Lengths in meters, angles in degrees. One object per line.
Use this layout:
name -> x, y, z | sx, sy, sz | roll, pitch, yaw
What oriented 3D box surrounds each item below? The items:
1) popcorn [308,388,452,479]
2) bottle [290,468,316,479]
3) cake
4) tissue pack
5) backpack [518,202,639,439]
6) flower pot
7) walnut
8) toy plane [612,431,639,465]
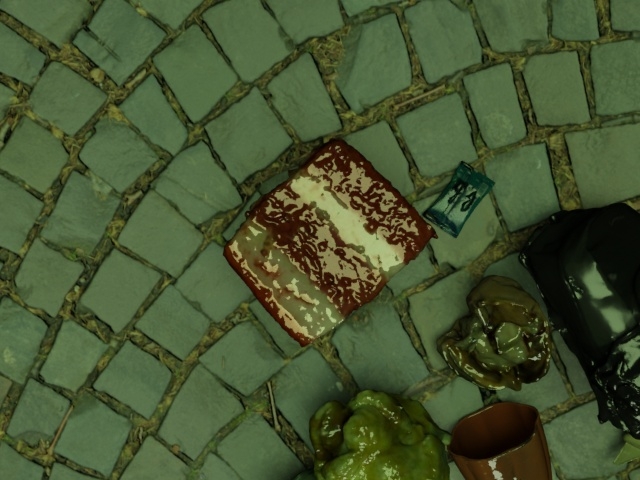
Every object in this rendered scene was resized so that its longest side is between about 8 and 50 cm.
popcorn -> 0.109, 0.401, 1.588 | 0.276, 0.276, 0.225 | 38, 98, -3
bottle -> 0.046, 0.603, 1.604 | 0.347, 0.168, 0.168 | 42, 90, 16
cake -> 0.000, 0.000, 1.570 | 0.319, 0.269, 0.270 | -44, 94, -1
tissue pack -> 0.275, -0.082, 1.700 | 0.085, 0.028, 0.138 | 35, 94, -4
backpack -> 0.571, 0.126, 1.594 | 0.363, 0.255, 0.445 | -25, 79, -42
flower pot -> 0.363, 0.433, 1.660 | 0.191, 0.190, 0.173 | -26, 106, -1
walnut -> 0.353, 0.174, 1.651 | 0.204, 0.141, 0.238 | 27, 132, 3
toy plane -> 0.709, 0.405, 1.659 | 0.256, 0.104, 0.241 | 2, 60, 35
